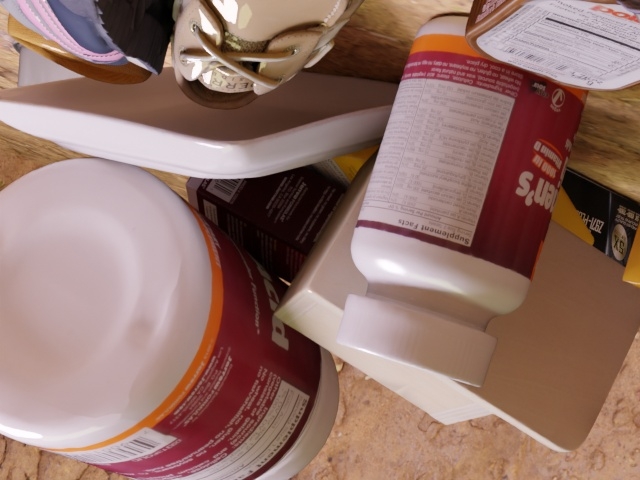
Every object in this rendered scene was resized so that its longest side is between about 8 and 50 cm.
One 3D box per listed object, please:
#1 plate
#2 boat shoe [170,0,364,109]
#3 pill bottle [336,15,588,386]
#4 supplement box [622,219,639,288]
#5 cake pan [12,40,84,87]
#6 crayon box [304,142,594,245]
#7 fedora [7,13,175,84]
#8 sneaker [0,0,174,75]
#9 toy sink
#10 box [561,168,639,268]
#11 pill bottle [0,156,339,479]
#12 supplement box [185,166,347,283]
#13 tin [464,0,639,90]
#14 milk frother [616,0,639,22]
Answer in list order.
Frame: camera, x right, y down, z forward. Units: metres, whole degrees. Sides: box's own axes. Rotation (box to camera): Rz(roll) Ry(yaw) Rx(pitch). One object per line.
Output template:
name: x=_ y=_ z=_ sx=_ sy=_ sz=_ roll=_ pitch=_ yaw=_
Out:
plate: x=-0.077 y=-0.098 z=0.973 sx=0.277 sy=0.045 sz=0.278 roll=12 pitch=-160 yaw=37
boat shoe: x=-0.038 y=-0.133 z=0.739 sx=0.109 sy=0.098 sz=0.302 roll=18 pitch=176 yaw=-13
pill bottle: x=0.090 y=-0.024 z=0.807 sx=0.121 sy=0.221 sz=0.121 roll=17 pitch=176 yaw=1
supplement box: x=0.344 y=0.007 z=0.818 sx=0.191 sy=0.129 sz=0.194 roll=14 pitch=175 yaw=43
cake pan: x=-0.231 y=-0.164 z=1.470 sx=0.293 sy=0.054 sz=0.293 roll=18 pitch=176 yaw=1
crayon box: x=0.102 y=-0.042 z=1.099 sx=0.323 sy=0.083 sz=0.203 roll=15 pitch=156 yaw=42
fedora: x=-0.178 y=-0.171 z=0.956 sx=0.194 sy=0.079 sz=0.194 roll=16 pitch=176 yaw=1
sneaker: x=-0.156 y=-0.165 z=0.717 sx=0.131 sy=0.112 sz=0.319 roll=15 pitch=175 yaw=-1
toy sink: x=0.107 y=0.049 z=0.957 sx=0.234 sy=0.152 sz=0.131 roll=31 pitch=162 yaw=-5
box: x=0.213 y=-0.028 z=1.265 sx=0.147 sy=0.077 sz=0.180 roll=21 pitch=175 yaw=-38
pill bottle: x=-0.129 y=0.098 z=1.072 sx=0.224 sy=0.224 sz=0.392 roll=16 pitch=167 yaw=23
supplement box: x=0.000 y=0.000 z=1.118 sx=0.239 sy=0.073 sz=0.130 roll=29 pitch=163 yaw=7
tin: x=0.142 y=-0.117 z=0.660 sx=0.106 sy=0.040 sz=0.190 roll=14 pitch=176 yaw=-8
milk frother: x=0.203 y=-0.083 z=0.505 sx=0.134 sy=0.129 sz=0.143 roll=56 pitch=-167 yaw=-21
